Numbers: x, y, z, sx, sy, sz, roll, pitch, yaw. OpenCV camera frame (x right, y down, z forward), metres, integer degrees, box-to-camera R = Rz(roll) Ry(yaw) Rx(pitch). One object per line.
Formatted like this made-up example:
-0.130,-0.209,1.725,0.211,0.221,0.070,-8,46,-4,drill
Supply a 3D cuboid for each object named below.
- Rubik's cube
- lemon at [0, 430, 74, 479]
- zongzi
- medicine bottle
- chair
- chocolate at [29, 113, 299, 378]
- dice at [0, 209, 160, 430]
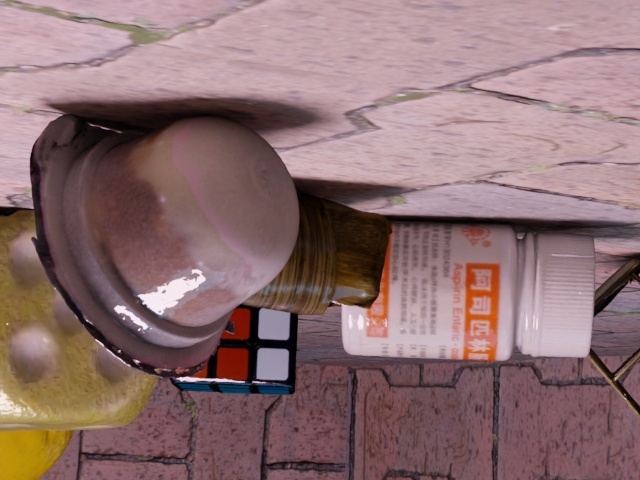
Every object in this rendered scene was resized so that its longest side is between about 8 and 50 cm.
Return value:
-0.109,0.114,2.289,0.160,0.163,0.162,2,169,0,Rubik's cube
-0.465,0.174,2.226,0.348,0.348,0.348,2,173,0,lemon
-0.089,0.001,1.625,0.247,0.111,0.241,10,177,-21,zongzi
0.148,0.050,1.782,0.252,0.144,0.144,0,173,2,medicine bottle
0.313,0.080,2.023,0.326,0.170,0.160,45,-175,10,chair
-0.095,-0.024,1.280,0.147,0.221,0.221,-36,153,29,chocolate
-0.318,0.091,1.904,0.233,0.227,0.238,5,171,-35,dice
